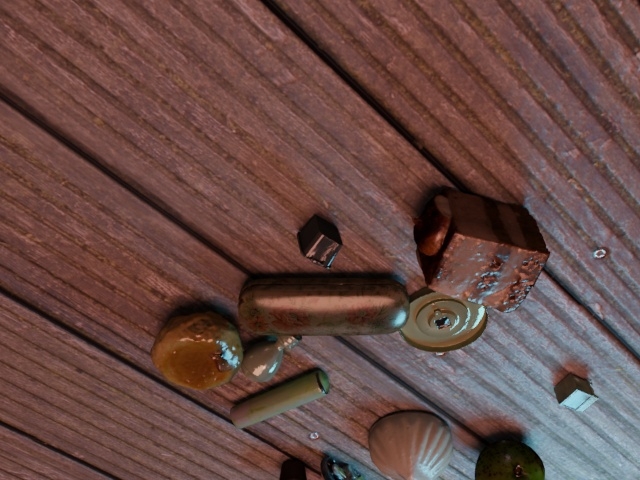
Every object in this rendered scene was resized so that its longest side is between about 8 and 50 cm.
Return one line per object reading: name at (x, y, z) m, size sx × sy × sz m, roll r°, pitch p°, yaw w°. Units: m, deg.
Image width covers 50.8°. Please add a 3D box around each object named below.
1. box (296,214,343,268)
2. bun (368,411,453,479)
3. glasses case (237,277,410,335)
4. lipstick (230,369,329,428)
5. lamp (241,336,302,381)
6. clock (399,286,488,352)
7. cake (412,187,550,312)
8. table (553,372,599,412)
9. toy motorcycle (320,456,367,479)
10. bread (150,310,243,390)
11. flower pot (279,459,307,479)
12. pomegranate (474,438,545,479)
box at (0.000, 0.000, 1.538) m, size 0.084 × 0.122 × 0.069 m, roll 28°, pitch 111°, yaw -22°
bun at (0.272, 0.648, 2.002) m, size 0.263 × 0.175 × 0.263 m, roll 1°, pitch 126°, yaw 1°
glasses case at (0.009, 0.165, 1.673) m, size 0.425 × 0.098 × 0.156 m, roll 0°, pitch 130°, yaw 1°
lipstick at (-0.113, 0.451, 1.910) m, size 0.304 × 0.076 × 0.076 m, roll -27°, pitch 123°, yaw 19°
lamp at (-0.130, 0.297, 1.781) m, size 0.193 × 0.106 × 0.106 m, roll -43°, pitch 117°, yaw 16°
clock at (0.317, 0.207, 1.750) m, size 0.235 × 0.029 × 0.235 m, roll 0°, pitch 128°, yaw 0°
cake at (0.326, 0.020, 1.500) m, size 0.293 × 0.196 × 0.198 m, roll 13°, pitch 128°, yaw -11°
table at (0.720, 0.430, 1.902) m, size 0.083 × 0.062 × 0.079 m, roll 23°, pitch 124°, yaw -17°
toy motorcycle at (0.107, 0.827, 2.111) m, size 0.108 × 0.223 × 0.340 m, roll -32°, pitch 119°, yaw 19°
bread at (-0.310, 0.272, 1.736) m, size 0.244 × 0.134 × 0.244 m, roll -2°, pitch 129°, yaw -2°
flower pot at (-0.085, 0.748, 2.128) m, size 0.111 × 0.089 × 0.111 m, roll 0°, pitch 128°, yaw 1°
pomegranate at (0.568, 0.715, 2.058) m, size 0.214 × 0.214 × 0.248 m, roll 1°, pitch 162°, yaw -1°
